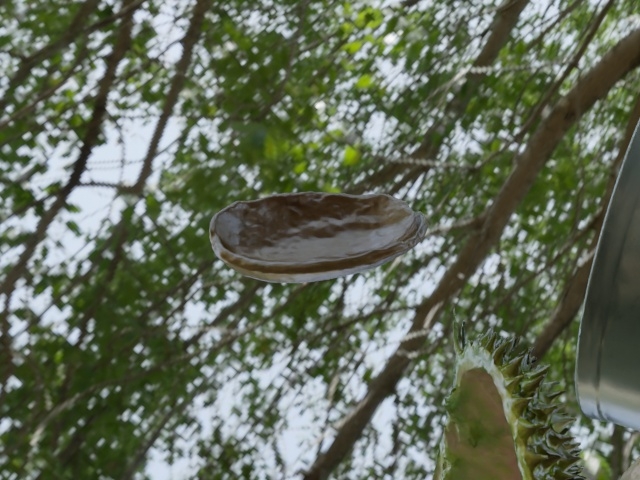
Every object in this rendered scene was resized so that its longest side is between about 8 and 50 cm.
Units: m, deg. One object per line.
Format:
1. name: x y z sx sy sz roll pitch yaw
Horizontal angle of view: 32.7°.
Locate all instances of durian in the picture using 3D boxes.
1. durian: 0.164 0.260 1.043 0.169 0.158 0.351 13 -75 23

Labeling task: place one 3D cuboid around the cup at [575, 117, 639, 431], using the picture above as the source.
1. cup: 0.356 0.004 0.634 0.311 0.331 0.256 19 -26 27

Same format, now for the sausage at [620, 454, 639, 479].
1. sausage: 0.224 0.166 0.346 0.301 0.066 0.065 36 -46 28

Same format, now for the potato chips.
1. potato chips: 0.000 0.000 1.030 0.202 0.150 0.049 -13 -55 -10
